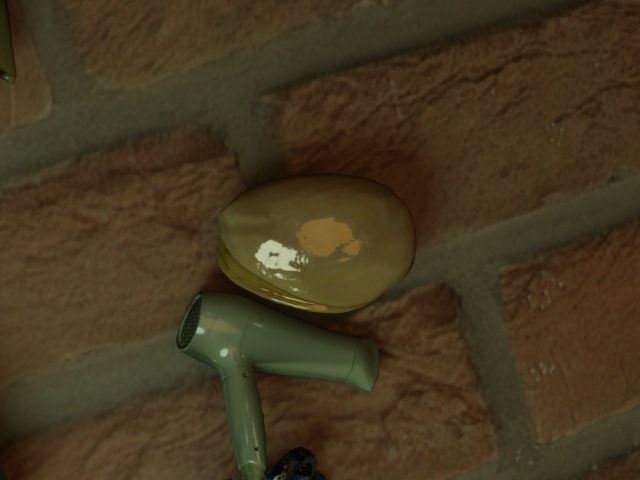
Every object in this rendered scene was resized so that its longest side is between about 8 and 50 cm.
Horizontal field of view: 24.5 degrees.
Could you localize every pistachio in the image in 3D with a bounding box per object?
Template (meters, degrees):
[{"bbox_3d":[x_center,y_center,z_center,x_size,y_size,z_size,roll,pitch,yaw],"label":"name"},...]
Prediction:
[{"bbox_3d":[0.000,0.000,1.444,0.201,0.117,0.145,0,53,-20],"label":"pistachio"}]

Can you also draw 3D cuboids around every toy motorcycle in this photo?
[{"bbox_3d":[-0.071,0.289,1.434,0.076,0.114,0.205,36,73,24],"label":"toy motorcycle"}]

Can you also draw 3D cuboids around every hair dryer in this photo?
[{"bbox_3d":[-0.035,0.167,1.412,0.206,0.075,0.237,17,48,-21],"label":"hair dryer"}]

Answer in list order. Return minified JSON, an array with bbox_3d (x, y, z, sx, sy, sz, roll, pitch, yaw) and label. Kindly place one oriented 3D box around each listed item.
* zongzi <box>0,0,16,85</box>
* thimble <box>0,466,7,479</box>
[{"bbox_3d":[-0.422,-0.273,1.316,0.274,0.145,0.300,-8,98,-13],"label":"zongzi"},{"bbox_3d":[-0.379,0.242,1.287,0.211,0.185,0.149,-31,100,-40],"label":"thimble"}]
